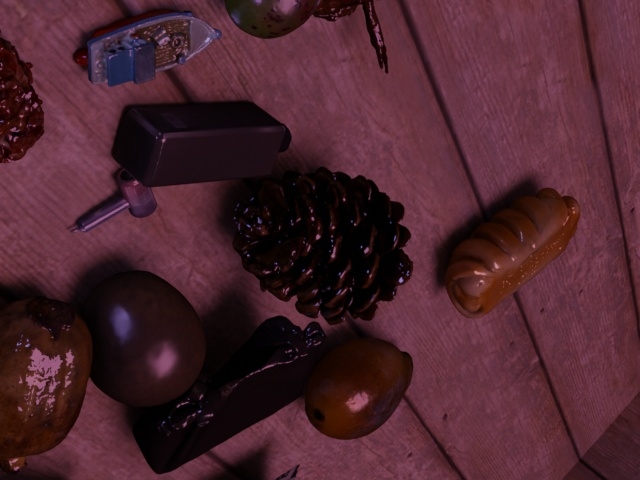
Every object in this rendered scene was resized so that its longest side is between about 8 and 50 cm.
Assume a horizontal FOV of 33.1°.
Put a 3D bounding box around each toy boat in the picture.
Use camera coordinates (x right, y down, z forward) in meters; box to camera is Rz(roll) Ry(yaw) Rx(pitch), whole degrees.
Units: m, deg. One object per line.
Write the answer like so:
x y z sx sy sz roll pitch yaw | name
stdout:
-0.191 -0.219 1.224 0.173 0.059 0.069 -25 138 -34 | toy boat

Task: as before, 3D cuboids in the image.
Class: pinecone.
0.000 0.000 1.521 0.272 0.224 0.224 25 102 -36 | pinecone

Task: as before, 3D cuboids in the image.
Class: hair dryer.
-0.262 -0.042 1.335 0.114 0.037 0.063 -32 141 -15 | hair dryer

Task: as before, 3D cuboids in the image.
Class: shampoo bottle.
-0.137 -0.124 1.361 0.246 0.080 0.079 -10 130 -45 | shampoo bottle

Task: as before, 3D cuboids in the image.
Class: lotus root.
-0.366 0.187 1.334 0.145 0.128 0.260 10 117 -25 | lotus root

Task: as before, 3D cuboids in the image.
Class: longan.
-0.235 0.130 1.406 0.167 0.167 0.187 -26 110 -33 | longan

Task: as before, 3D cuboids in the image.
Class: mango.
0.079 0.261 1.936 0.192 0.146 0.316 -61 160 16 | mango

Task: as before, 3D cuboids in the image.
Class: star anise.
0.071 -0.296 1.409 0.158 0.144 0.140 -26 -177 13 | star anise

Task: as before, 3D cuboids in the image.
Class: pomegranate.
-0.058 -0.300 1.254 0.130 0.130 0.130 -31 141 -28 | pomegranate

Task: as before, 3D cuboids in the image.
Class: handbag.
-0.131 0.219 1.583 0.285 0.113 0.257 -27 169 -25 | handbag

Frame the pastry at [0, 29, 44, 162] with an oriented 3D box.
-0.343 -0.157 1.075 0.115 0.097 0.208 -33 145 -9 | pastry

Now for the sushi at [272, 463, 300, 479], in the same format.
-0.210 0.539 1.927 0.339 0.069 0.320 -26 147 -34 | sushi

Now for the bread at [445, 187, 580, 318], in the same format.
0.362 0.013 2.047 0.311 0.121 0.173 -34 146 -24 | bread
